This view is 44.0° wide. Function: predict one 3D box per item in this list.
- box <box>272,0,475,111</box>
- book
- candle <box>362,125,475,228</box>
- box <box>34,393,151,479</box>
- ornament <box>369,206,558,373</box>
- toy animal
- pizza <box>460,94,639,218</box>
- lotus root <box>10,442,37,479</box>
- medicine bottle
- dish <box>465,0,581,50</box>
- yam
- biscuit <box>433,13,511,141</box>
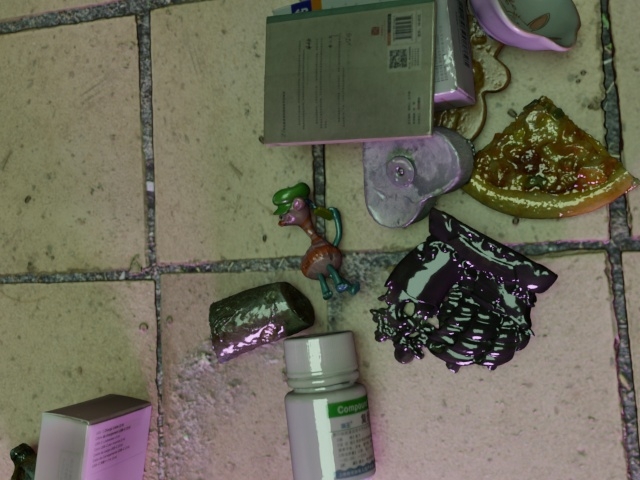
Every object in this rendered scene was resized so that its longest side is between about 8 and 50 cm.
[{"bbox_3d":[0.082,-0.294,1.258,0.300,0.106,0.200,-7,85,28],"label":"box"},{"bbox_3d":[0.039,-0.253,1.206,0.283,0.025,0.214,3,91,26],"label":"book"},{"bbox_3d":[0.138,-0.120,1.256,0.168,0.068,0.192,52,122,11],"label":"candle"},{"bbox_3d":[-0.391,0.407,1.358,0.106,0.203,0.251,8,91,18],"label":"box"},{"bbox_3d":[0.213,0.106,1.246,0.251,0.106,0.260,29,102,18],"label":"ornament"},{"bbox_3d":[0.000,0.000,1.315,0.103,0.100,0.208,-25,72,-7],"label":"toy animal"},{"bbox_3d":[0.343,-0.130,1.224,0.292,0.058,0.197,8,91,17],"label":"pizza"},{"bbox_3d":[-0.513,0.460,1.453,0.113,0.088,0.192,-47,68,33],"label":"lotus root"},{"bbox_3d":[0.010,0.269,1.277,0.139,0.139,0.236,-9,85,17],"label":"medicine bottle"},{"bbox_3d":[0.288,-0.359,1.201,0.081,0.229,0.229,-42,75,45],"label":"dish"},{"bbox_3d":[-0.108,0.131,1.337,0.183,0.107,0.107,-20,83,13],"label":"yam"},{"bbox_3d":[0.210,-0.251,1.279,0.184,0.035,0.248,15,93,20],"label":"biscuit"}]
